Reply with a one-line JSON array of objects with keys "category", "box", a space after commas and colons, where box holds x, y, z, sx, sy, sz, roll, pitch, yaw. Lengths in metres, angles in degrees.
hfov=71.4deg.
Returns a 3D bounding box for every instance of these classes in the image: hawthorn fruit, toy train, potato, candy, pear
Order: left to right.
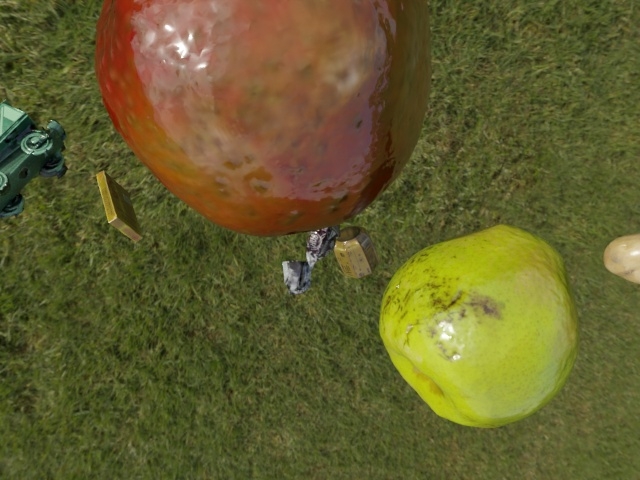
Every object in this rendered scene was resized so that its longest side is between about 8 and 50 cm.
[{"category": "toy train", "box": [-0.648, -0.151, 0.915, 0.154, 0.115, 0.270, 22, 64, 10]}, {"category": "hawthorn fruit", "box": [-0.047, -0.175, 0.543, 0.402, 0.403, 0.403, -4, 110, -12]}, {"category": "candy", "box": [0.000, 0.000, 0.799, 0.226, 0.051, 0.094, -60, 152, 6]}, {"category": "pear", "box": [0.312, 0.151, 0.862, 0.390, 0.391, 0.391, -4, 110, -12]}, {"category": "potato", "box": [0.662, 0.034, 0.907, 0.146, 0.112, 0.112, -2, 112, 17]}]

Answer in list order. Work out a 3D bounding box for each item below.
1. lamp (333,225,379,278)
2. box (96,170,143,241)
[{"category": "lamp", "box": [0.135, 0.046, 1.703, 0.161, 0.161, 0.185, -25, 118, -4]}, {"category": "box", "box": [-0.432, -0.074, 0.956, 0.022, 0.156, 0.089, -32, 148, -2]}]
